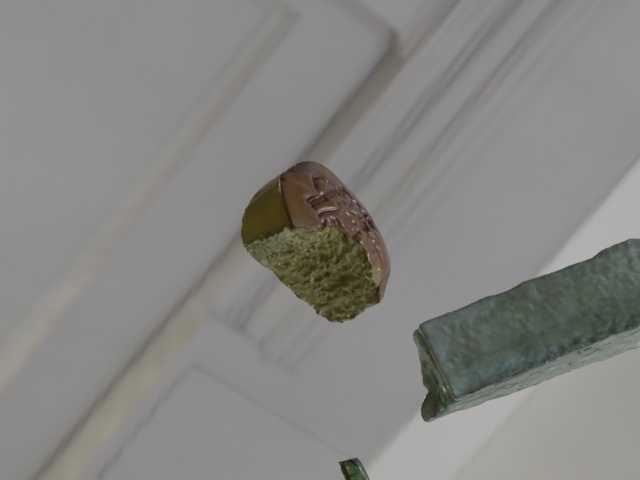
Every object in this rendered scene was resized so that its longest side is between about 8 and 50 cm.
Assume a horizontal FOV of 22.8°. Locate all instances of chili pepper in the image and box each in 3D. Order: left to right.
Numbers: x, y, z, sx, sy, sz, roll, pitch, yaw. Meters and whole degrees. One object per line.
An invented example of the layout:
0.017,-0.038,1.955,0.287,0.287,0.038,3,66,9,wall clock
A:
0.037,0.196,1.164,0.022,0.027,0.083,-23,-113,-9,chili pepper

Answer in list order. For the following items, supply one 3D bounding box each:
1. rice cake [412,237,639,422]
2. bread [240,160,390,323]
0.159,0.059,1.106,0.206,0.063,0.069,-18,-109,-3,rice cake
-0.002,-0.008,1.448,0.086,0.156,0.125,-34,-143,24,bread
